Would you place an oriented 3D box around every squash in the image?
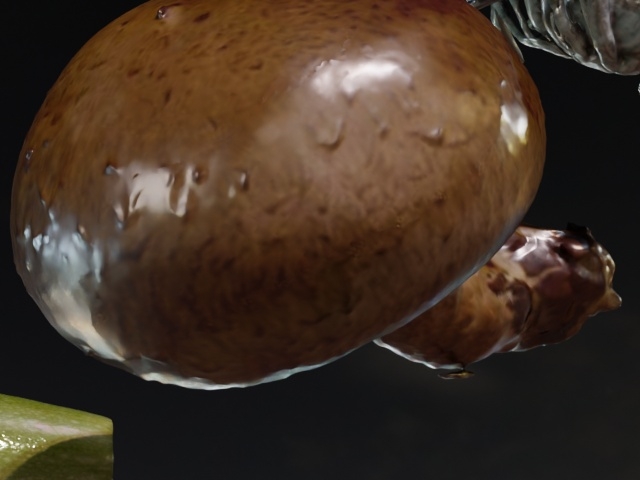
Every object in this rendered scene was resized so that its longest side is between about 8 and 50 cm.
[{"bbox_3d":[-0.234,0.206,1.044,0.123,0.170,0.170,2,-33,-12],"label":"squash"}]

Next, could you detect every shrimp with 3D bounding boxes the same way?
[{"bbox_3d":[0.221,-0.150,0.887,0.221,0.410,0.166,-6,-55,-38],"label":"shrimp"}]

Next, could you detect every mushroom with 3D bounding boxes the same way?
[{"bbox_3d":[-0.018,-0.009,0.814,0.334,0.331,0.356,-49,-36,-35],"label":"mushroom"}]
